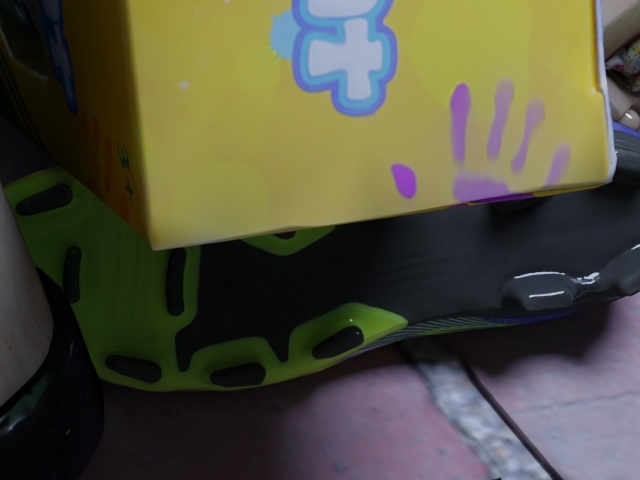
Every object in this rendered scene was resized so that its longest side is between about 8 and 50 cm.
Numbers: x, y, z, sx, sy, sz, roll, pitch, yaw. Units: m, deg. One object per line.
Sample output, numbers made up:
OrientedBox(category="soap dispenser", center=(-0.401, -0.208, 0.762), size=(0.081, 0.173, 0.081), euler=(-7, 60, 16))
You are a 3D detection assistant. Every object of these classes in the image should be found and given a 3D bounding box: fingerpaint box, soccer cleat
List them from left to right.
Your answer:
OrientedBox(category="fingerpaint box", center=(-0.057, -0.254, 0.669), size=(0.163, 0.444, 0.371), euler=(-9, 15, -18))
OrientedBox(category="soccer cleat", center=(0.001, 0.001, 0.752), size=(0.289, 0.093, 0.121), euler=(-6, 9, -9))

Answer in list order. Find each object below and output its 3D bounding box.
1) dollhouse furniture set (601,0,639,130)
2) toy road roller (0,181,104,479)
OrientedBox(category="dollhouse furniture set", center=(0.290, -0.138, 0.831), size=(0.174, 0.303, 0.355), euler=(50, 48, 1))
OrientedBox(category="toy road roller", center=(-0.250, 0.010, 0.595), size=(0.330, 0.202, 0.240), euler=(29, 59, 31))
